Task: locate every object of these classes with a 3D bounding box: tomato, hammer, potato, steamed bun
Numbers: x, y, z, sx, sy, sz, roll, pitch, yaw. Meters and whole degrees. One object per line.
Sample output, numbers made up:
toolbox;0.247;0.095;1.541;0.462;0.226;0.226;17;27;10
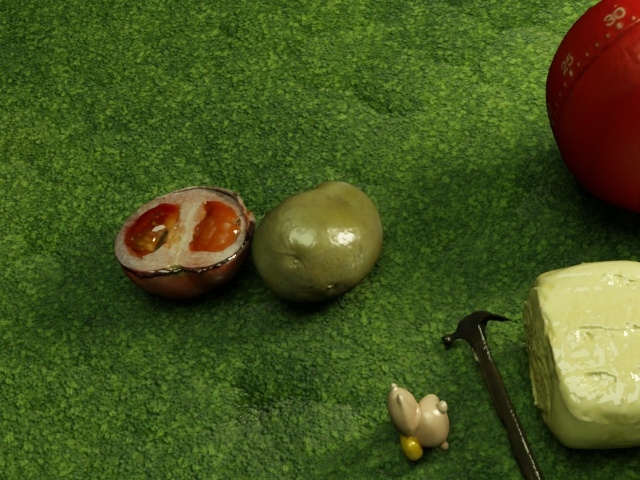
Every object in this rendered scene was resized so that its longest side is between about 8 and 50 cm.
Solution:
tomato;-0.208;0.013;1.828;0.228;0.112;0.199;-1;47;12
hammer;0.261;0.233;1.603;0.125;0.027;0.297;-38;52;31
potato;0.000;0.000;1.769;0.178;0.160;0.235;47;53;-5
steamed bun;0.404;0.168;1.555;0.232;0.166;0.273;-8;59;-1

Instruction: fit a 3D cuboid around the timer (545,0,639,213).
timer;0.528;-0.210;1.665;0.378;0.378;0.279;-14;49;2

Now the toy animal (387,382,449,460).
toy animal;0.143;0.244;1.592;0.082;0.114;0.091;-16;20;14
